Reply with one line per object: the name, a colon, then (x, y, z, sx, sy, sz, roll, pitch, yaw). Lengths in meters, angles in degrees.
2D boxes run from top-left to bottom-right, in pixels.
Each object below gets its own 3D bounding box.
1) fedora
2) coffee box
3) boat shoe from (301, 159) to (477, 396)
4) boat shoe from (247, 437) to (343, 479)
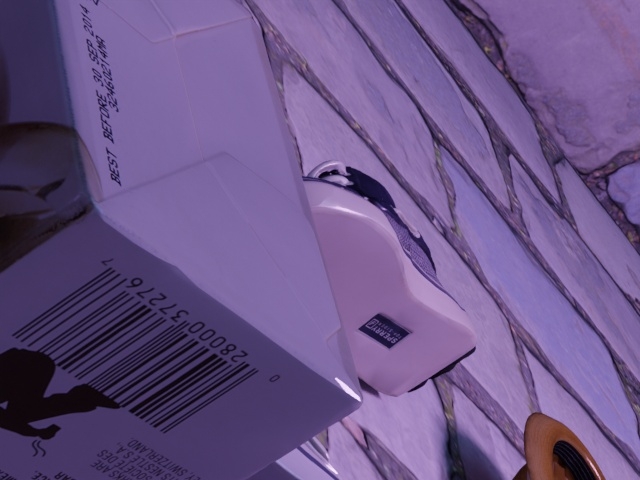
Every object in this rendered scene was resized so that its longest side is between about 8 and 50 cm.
fedora: (0.197, 0.243, 1.611, 0.194, 0.079, 0.194, 48, 25, -32)
coffee box: (-0.151, 0.039, 0.571, 0.119, 0.297, 0.168, 39, 26, -41)
boat shoe: (0.000, 0.000, 1.440, 0.158, 0.127, 0.340, 60, 7, 30)
boat shoe: (-0.037, 0.138, 1.105, 0.267, 0.096, 0.088, 44, 24, -16)
